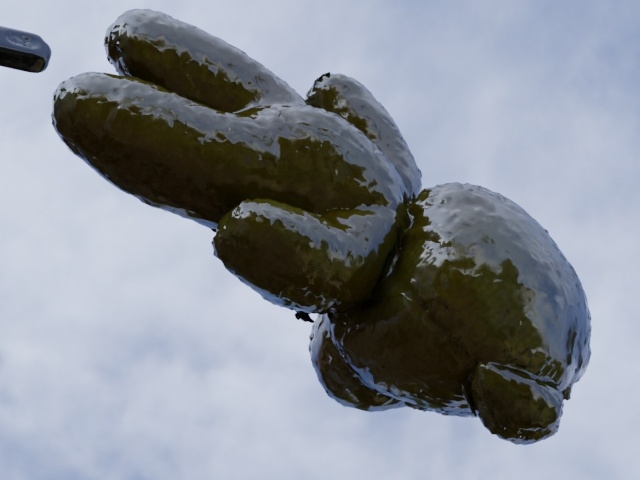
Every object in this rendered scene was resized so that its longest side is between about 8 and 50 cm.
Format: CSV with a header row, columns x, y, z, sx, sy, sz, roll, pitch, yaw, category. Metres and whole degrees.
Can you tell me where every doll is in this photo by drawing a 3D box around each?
x,y,z,sx,sy,sz,roll,pitch,yaw,category
0.000,0.000,0.550,0.209,0.137,0.097,34,-64,-2,doll

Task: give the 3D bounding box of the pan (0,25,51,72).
x,y,z,sx,sy,sz,roll,pitch,yaw,category
-0.246,-0.112,0.759,0.235,0.136,0.028,13,-50,-28,pan
